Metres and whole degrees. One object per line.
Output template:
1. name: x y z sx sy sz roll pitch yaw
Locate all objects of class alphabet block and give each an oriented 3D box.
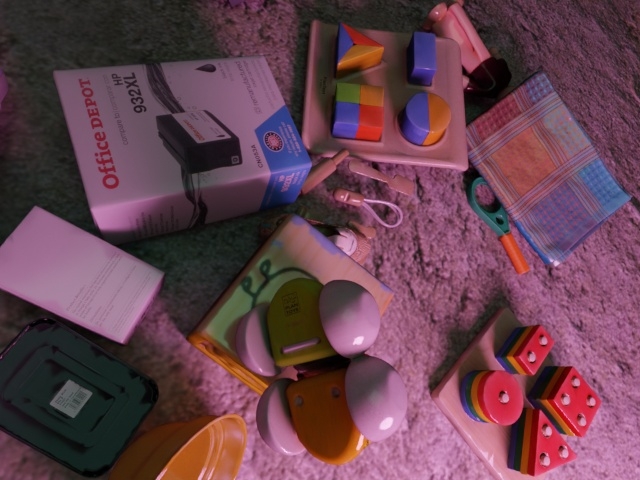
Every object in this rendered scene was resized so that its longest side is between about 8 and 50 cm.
1. alphabet block: -0.050 0.111 0.592 0.192 0.193 0.197 38 64 -6

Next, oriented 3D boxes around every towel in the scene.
1. towel: 0.500 -0.160 0.919 0.271 0.040 0.370 -37 93 -10

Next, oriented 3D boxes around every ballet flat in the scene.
1. ballet flat: 0.000 0.000 0.698 0.206 0.067 0.073 9 86 -18

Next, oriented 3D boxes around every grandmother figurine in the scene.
1. grandmother figurine: 0.385 -0.416 0.990 0.207 0.104 0.342 -35 86 -19

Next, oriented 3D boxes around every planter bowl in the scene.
1. planter bowl: -0.192 0.298 0.506 0.090 0.217 0.217 20 62 24

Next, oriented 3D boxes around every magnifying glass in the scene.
1. magnifying glass: 0.397 -0.035 0.916 0.092 0.026 0.231 -21 80 -27

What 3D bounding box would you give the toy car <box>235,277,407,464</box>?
1. toy car: 0.011 0.126 0.439 0.136 0.159 0.182 -2 71 -59

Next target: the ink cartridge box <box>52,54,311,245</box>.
1. ink cartridge box: -0.202 -0.146 0.633 0.307 0.129 0.223 -16 74 -24

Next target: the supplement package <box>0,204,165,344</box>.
1. supplement package: -0.316 0.054 0.550 0.179 0.105 0.105 31 66 -11

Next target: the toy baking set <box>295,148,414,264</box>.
1. toy baking set: 0.053 -0.068 0.773 0.256 0.030 0.197 -45 101 -16

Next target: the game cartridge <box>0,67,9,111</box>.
1. game cartridge: -0.519 -0.100 0.449 0.230 0.068 0.355 -5 51 -9

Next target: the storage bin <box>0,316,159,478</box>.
1. storage bin: -0.310 0.194 0.520 0.180 0.084 0.122 35 64 -8

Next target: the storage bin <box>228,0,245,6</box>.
1. storage bin: -0.165 -0.536 0.814 0.091 0.098 0.135 -28 85 1

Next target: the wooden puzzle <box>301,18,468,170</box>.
1. wooden puzzle: 0.143 -0.311 0.836 0.347 0.080 0.322 6 71 -8

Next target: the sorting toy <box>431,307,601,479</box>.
1. sorting toy: 0.379 0.298 0.764 0.255 0.089 0.257 -39 91 -27

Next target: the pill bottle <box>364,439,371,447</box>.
1. pill bottle: 0.051 0.313 0.652 0.083 0.043 0.043 -27 85 -26
